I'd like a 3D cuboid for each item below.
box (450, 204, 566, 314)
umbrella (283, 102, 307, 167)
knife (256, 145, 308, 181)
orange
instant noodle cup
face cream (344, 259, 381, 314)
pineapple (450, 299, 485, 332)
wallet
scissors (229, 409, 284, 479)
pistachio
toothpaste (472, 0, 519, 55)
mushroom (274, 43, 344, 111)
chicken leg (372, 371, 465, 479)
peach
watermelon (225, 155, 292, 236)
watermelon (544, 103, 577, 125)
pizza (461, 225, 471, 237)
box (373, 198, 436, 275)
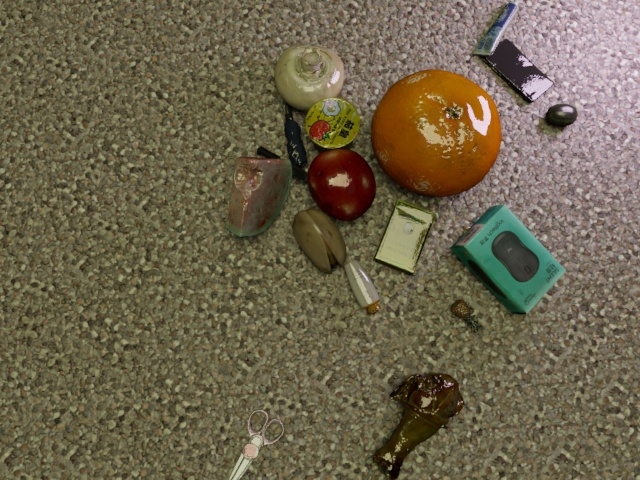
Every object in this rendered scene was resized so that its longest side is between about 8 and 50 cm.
[{"bbox_3d":[0.605,0.062,1.854,0.205,0.118,0.311,-44,94,-7],"label":"box"},{"bbox_3d":[-0.099,-0.364,1.982,0.071,0.071,0.248,-15,75,-4],"label":"umbrella"},{"bbox_3d":[-0.122,-0.251,1.954,0.231,0.060,0.028,29,47,19],"label":"knife"},{"bbox_3d":[0.373,-0.349,1.852,0.424,0.326,0.423,0,80,-2],"label":"orange"},{"bbox_3d":[0.041,-0.369,1.940,0.182,0.144,0.182,0,77,2],"label":"instant noodle cup"},{"bbox_3d":[0.139,0.154,1.885,0.072,0.051,0.182,-25,81,-10],"label":"face cream"},{"bbox_3d":[0.483,0.251,1.881,0.058,0.058,0.124,-43,96,-9],"label":"pineapple"},{"bbox_3d":[0.711,-0.610,2.065,0.124,0.025,0.244,-41,79,-10],"label":"wallet"},{"bbox_3d":[-0.216,0.650,1.786,0.118,0.030,0.242,31,77,6],"label":"scissors"},{"bbox_3d":[0.000,0.000,1.871,0.138,0.153,0.237,-31,111,2],"label":"pistachio"},{"bbox_3d":[0.649,-0.772,2.085,0.069,0.047,0.268,31,80,12],"label":"toothpaste"},{"bbox_3d":[-0.035,-0.569,1.954,0.246,0.202,0.246,3,68,-7],"label":"mushroom"},{"bbox_3d":[0.282,0.542,1.766,0.361,0.140,0.211,-40,90,-12],"label":"chicken leg"},{"bbox_3d":[0.070,-0.178,1.861,0.244,0.199,0.243,23,50,-31],"label":"peach"},{"bbox_3d":[-0.232,-0.164,1.867,0.148,0.226,0.318,17,65,29],"label":"watermelon"},{"bbox_3d":[0.841,-0.438,2.009,0.111,0.078,0.078,2,79,-1],"label":"watermelon"},{"bbox_3d":[0.529,0.023,1.928,0.160,0.036,0.099,45,81,7],"label":"pizza"},{"bbox_3d":[0.280,-0.010,1.916,0.141,0.064,0.219,22,78,4],"label":"box"}]
